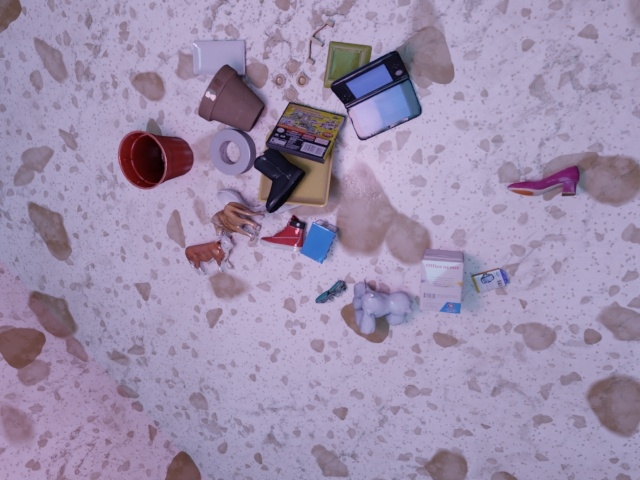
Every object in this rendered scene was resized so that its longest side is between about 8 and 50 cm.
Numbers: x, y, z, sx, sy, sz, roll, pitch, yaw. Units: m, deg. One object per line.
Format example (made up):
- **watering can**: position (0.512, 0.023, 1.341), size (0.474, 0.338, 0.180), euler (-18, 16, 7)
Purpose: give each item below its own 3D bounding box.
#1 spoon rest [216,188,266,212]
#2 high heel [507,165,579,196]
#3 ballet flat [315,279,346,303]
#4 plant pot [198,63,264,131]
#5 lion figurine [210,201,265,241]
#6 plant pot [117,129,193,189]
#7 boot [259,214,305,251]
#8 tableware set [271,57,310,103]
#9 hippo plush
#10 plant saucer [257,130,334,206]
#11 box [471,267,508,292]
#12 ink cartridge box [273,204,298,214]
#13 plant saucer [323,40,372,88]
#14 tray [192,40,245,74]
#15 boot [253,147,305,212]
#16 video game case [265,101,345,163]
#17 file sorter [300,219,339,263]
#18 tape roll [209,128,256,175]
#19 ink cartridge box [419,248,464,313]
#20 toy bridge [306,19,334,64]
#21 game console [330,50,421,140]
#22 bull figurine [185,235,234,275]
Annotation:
- **spoon rest**: position (-0.390, -0.191, 1.994), size (0.277, 0.084, 0.137), euler (9, 147, 14)
- **high heel**: position (0.873, -0.239, 1.580), size (0.244, 0.082, 0.117), euler (5, 79, 30)
- **ballet flat**: position (0.055, 0.272, 2.005), size (0.188, 0.070, 0.070), euler (-40, 90, 28)
- **plant pot**: position (-0.383, -0.612, 1.808), size (0.229, 0.263, 0.263), euler (30, 114, -10)
- **lion figurine**: position (-0.405, -0.113, 1.933), size (0.240, 0.142, 0.392), euler (30, 153, -5)
- **plant pot**: position (-0.786, -0.402, 1.978), size (0.273, 0.265, 0.272), euler (5, 107, 17)
- **boot**: position (-0.186, -0.042, 1.991), size (0.245, 0.088, 0.176), euler (7, 90, 28)
- **tableware set**: position (-0.131, -0.712, 1.798), size (0.141, 0.020, 0.169), euler (48, 115, 1)
- **hippo plush**: position (0.292, 0.283, 1.880), size (0.237, 0.234, 0.294), euler (-2, 124, -12)
- **plant saucer**: position (-0.100, -0.321, 1.830), size (0.333, 0.081, 0.332), euler (6, 88, 17)
- **box**: position (0.741, 0.173, 1.760), size (0.136, 0.028, 0.081), euler (-20, 98, 20)
- **ink cartridge box**: position (-0.145, -0.208, 1.928), size (0.210, 0.062, 0.108), euler (-17, 98, 22)
- **plant saucer**: position (0.106, -0.733, 1.697), size (0.188, 0.045, 0.188), euler (14, 110, 14)
- **tray**: position (-0.467, -0.845, 1.868), size (0.271, 0.030, 0.145), euler (8, 109, 16)
- **boot**: position (-0.215, -0.269, 1.767), size (0.207, 0.094, 0.246), euler (37, 89, 13)
- **video game case**: position (-0.063, -0.473, 1.752), size (0.275, 0.035, 0.248), euler (19, 69, 14)
- **file sorter**: position (0.000, 0.000, 1.917), size (0.118, 0.104, 0.170), euler (27, 113, 9)
- **tape roll**: position (-0.424, -0.428, 1.953), size (0.220, 0.072, 0.219), euler (6, 108, 17)
- **ink cartridge box**: position (0.528, 0.171, 1.753), size (0.172, 0.168, 0.232), euler (5, 107, 17)
- **toy bridge**: position (-0.015, -0.846, 1.715), size (0.063, 0.026, 0.188), euler (37, 114, 8)
- **game console**: position (0.229, -0.576, 1.639), size (0.293, 0.250, 0.173), euler (-20, 72, 22)
- **bull figurine**: position (-0.572, 0.078, 2.137), size (0.311, 0.101, 0.188), euler (-9, 104, 20)
